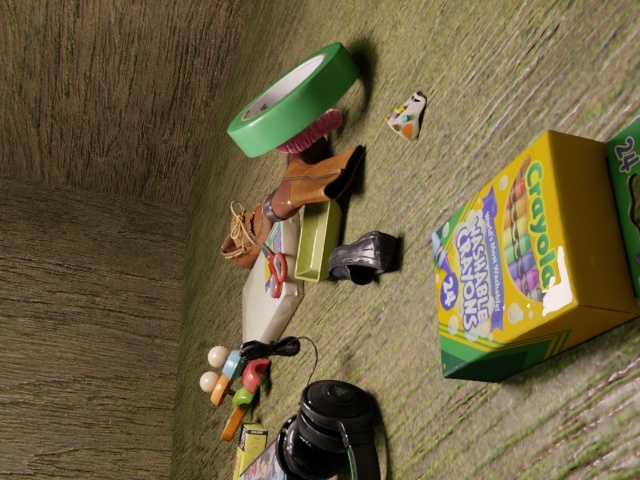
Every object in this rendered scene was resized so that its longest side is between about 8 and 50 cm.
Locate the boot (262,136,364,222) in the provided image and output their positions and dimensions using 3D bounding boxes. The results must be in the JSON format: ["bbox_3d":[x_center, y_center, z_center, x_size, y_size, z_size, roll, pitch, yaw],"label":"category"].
[{"bbox_3d":[0.000,-0.172,1.619,0.264,0.096,0.280,-54,18,-28],"label":"boot"}]

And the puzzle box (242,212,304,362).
[{"bbox_3d":[-0.138,0.144,1.976,0.409,0.052,0.272,120,153,-48],"label":"puzzle box"}]

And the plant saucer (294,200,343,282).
[{"bbox_3d":[0.000,0.000,1.633,0.188,0.045,0.188,-179,98,-73],"label":"plant saucer"}]

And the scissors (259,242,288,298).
[{"bbox_3d":[-0.123,0.040,1.875,0.297,0.021,0.109,-111,32,-59],"label":"scissors"}]

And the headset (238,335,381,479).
[{"bbox_3d":[-0.022,0.342,1.303,0.243,0.185,0.394,117,144,-42],"label":"headset"}]

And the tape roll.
[{"bbox_3d":[-0.062,-0.316,1.629,0.321,0.077,0.321,-34,20,15],"label":"tape roll"}]

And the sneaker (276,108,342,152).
[{"bbox_3d":[-0.033,-0.258,1.674,0.063,0.170,0.075,61,180,-25],"label":"sneaker"}]

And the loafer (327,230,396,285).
[{"bbox_3d":[0.068,0.046,1.348,0.223,0.076,0.078,147,137,-62],"label":"loafer"}]

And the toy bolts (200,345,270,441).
[{"bbox_3d":[-0.258,0.398,1.957,0.218,0.158,0.228,-60,-5,-58],"label":"toy bolts"}]

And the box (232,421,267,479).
[{"bbox_3d":[-0.191,0.602,1.902,0.087,0.058,0.232,179,99,-71],"label":"box"}]

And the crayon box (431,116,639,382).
[{"bbox_3d":[0.239,0.021,0.824,0.323,0.083,0.203,130,145,-57],"label":"crayon box"}]

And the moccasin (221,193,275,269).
[{"bbox_3d":[-0.208,-0.032,2.118,0.380,0.147,0.139,139,145,-64],"label":"moccasin"}]

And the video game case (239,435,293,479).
[{"bbox_3d":[-0.126,0.606,1.669,0.275,0.035,0.248,-53,29,41],"label":"video game case"}]

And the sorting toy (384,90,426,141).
[{"bbox_3d":[0.156,-0.227,1.288,0.075,0.045,0.083,-54,26,16],"label":"sorting toy"}]
